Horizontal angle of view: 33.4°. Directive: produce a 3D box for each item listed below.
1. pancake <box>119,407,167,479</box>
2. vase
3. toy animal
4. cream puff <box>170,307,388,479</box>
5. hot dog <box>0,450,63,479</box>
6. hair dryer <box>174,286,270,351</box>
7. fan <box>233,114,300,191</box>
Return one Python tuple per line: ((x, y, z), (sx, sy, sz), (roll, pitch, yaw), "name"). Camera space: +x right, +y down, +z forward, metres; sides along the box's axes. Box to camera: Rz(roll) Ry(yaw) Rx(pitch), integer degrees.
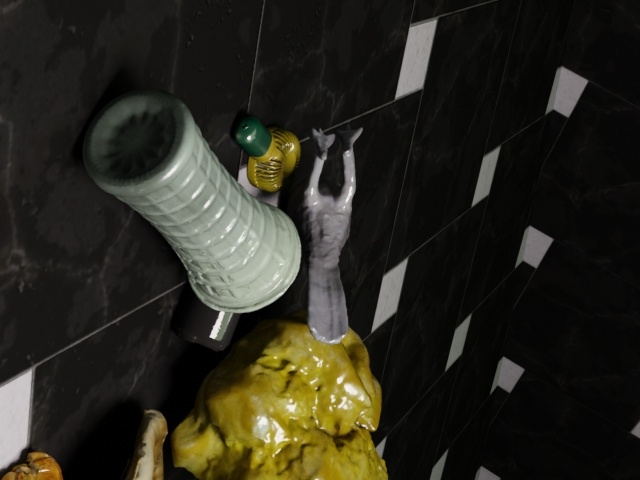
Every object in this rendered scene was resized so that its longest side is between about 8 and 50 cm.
((-0.218, 0.331, 1.209), (0.282, 0.049, 0.282), (-167, -90, -90), "pancake")
((-0.131, -0.036, 1.112), (0.143, 0.143, 0.299), (-64, 155, -14), "vase")
((0.004, -0.038, 1.308), (0.367, 0.081, 0.205), (-113, -147, -69), "toy animal")
((-0.016, 0.235, 1.372), (0.274, 0.270, 0.323), (-60, 171, 1), "cream puff")
((-0.296, 0.291, 1.115), (0.071, 0.045, 0.165), (-48, 150, -46), "hot dog")
((-0.112, 0.087, 1.379), (0.248, 0.070, 0.114), (44, 66, -76), "hair dryer")
((-0.067, -0.111, 1.322), (0.082, 0.039, 0.155), (-67, 158, -8), "fan")
